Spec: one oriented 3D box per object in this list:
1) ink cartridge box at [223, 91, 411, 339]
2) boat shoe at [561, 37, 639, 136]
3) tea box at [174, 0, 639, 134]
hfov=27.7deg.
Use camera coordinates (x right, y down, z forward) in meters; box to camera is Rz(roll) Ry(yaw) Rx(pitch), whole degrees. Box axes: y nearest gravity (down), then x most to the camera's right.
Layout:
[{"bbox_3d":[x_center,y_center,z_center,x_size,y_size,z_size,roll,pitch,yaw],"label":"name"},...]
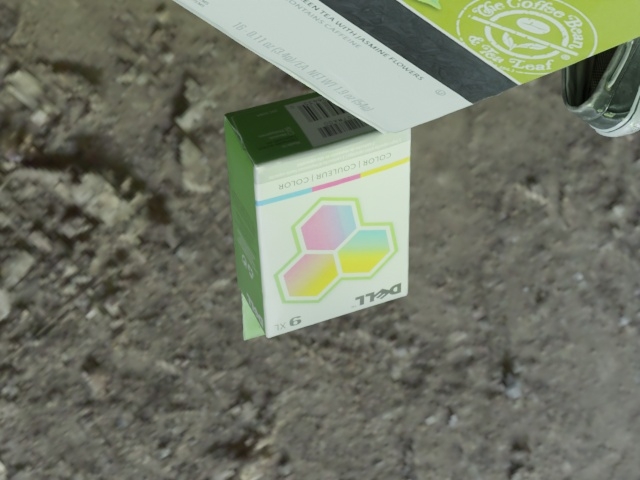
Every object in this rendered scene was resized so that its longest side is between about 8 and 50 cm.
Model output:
[{"bbox_3d":[0.000,0.000,0.888,0.109,0.209,0.062,-16,43,-16],"label":"ink cartridge box"},{"bbox_3d":[0.361,-0.296,1.550,0.119,0.121,0.335,15,78,-46],"label":"boat shoe"},{"bbox_3d":[0.095,-0.275,0.640,0.220,0.323,0.329,29,63,-28],"label":"tea box"}]
